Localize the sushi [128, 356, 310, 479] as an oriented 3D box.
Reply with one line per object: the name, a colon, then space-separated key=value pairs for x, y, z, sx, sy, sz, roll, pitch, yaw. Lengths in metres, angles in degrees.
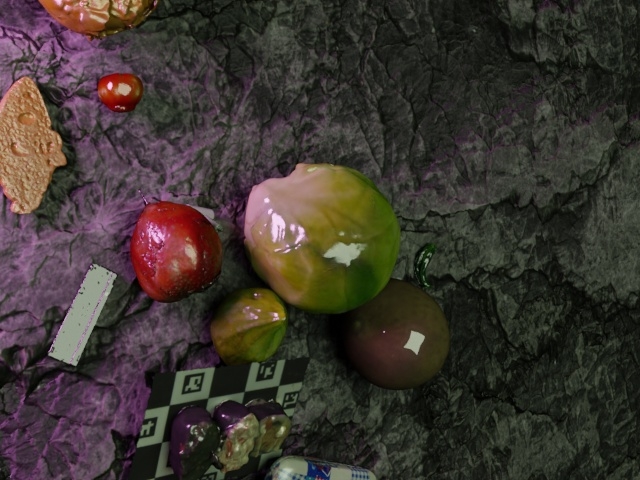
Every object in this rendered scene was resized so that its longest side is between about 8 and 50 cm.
sushi: x=-0.173 y=0.396 z=1.714 sx=0.372 sy=0.100 sz=0.297 roll=0 pitch=115 yaw=-39

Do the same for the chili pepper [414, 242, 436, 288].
chili pepper: x=0.265 y=0.061 z=2.191 sx=0.055 sy=0.035 sz=0.118 roll=11 pitch=77 yaw=-21

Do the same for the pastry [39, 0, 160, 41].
pastry: x=-0.429 y=-0.522 z=1.582 sx=0.255 sy=0.162 sz=0.311 roll=-34 pitch=105 yaw=-23

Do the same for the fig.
fig: x=-0.147 y=0.168 z=1.765 sx=0.167 sy=0.233 sz=0.167 roll=1 pitch=63 yaw=-2

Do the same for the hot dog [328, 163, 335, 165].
hot dog: x=0.055 y=-0.108 z=2.011 sx=0.078 sy=0.061 sz=0.169 roll=-30 pitch=101 yaw=-3

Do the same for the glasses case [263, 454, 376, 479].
glasses case: x=0.002 y=0.551 z=1.924 sx=0.327 sy=0.076 sz=0.125 roll=22 pitch=87 yaw=-42

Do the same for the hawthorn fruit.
hawthorn fruit: x=-0.296 y=0.004 z=1.673 sx=0.181 sy=0.181 sz=0.235 roll=-33 pitch=93 yaw=-34

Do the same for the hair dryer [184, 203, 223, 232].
hair dryer: x=-0.230 y=-0.037 z=1.750 sx=0.063 sy=0.124 sz=0.038 roll=12 pitch=103 yaw=-36

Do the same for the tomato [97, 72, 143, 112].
tomato: x=-0.383 y=-0.282 z=1.661 sx=0.087 sy=0.087 sz=0.075 roll=-11 pitch=98 yaw=-38

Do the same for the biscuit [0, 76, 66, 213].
biscuit: x=-0.537 y=-0.172 z=1.565 sx=0.162 sy=0.035 sz=0.250 roll=5 pitch=86 yaw=-43

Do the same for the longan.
longan: x=0.167 y=0.216 z=1.977 sx=0.258 sy=0.258 sz=0.258 roll=2 pitch=87 yaw=-38

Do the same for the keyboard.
keyboard: x=-0.447 y=0.139 z=1.638 sx=0.060 sy=0.018 sz=0.196 roll=31 pitch=70 yaw=-26

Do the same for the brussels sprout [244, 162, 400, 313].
brussels sprout: x=0.000 y=0.000 z=1.838 sx=0.343 sy=0.268 sz=0.344 roll=2 pitch=73 yaw=-5
